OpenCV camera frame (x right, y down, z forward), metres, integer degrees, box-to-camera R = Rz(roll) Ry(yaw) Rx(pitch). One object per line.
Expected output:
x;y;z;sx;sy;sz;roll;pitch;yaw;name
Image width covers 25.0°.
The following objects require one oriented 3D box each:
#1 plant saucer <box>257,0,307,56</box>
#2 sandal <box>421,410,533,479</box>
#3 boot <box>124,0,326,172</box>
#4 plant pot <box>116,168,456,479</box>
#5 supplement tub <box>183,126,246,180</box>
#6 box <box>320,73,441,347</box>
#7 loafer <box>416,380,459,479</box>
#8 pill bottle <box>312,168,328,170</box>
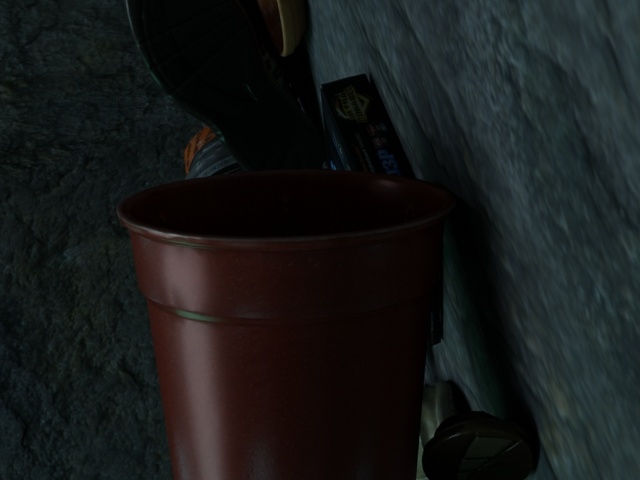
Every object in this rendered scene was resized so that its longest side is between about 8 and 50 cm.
-0.055;-0.320;1.719;0.200;0.037;0.200;164;90;-83;plant saucer
0.133;0.178;1.217;0.219;0.090;0.060;72;-159;-67;sandal
-0.136;-0.269;1.846;0.377;0.138;0.284;48;-166;-37;boot
-0.025;0.095;1.189;0.272;0.272;0.265;-129;37;-74;plant pot
-0.076;-0.005;1.963;0.193;0.194;0.316;85;167;-60;supplement tub
0.058;-0.025;1.399;0.175;0.051;0.220;83;169;-55;box
0.091;0.201;1.485;0.268;0.092;0.102;126;127;-82;loafer
0.005;0.035;1.692;0.123;0.123;0.219;-121;16;-67;pill bottle
